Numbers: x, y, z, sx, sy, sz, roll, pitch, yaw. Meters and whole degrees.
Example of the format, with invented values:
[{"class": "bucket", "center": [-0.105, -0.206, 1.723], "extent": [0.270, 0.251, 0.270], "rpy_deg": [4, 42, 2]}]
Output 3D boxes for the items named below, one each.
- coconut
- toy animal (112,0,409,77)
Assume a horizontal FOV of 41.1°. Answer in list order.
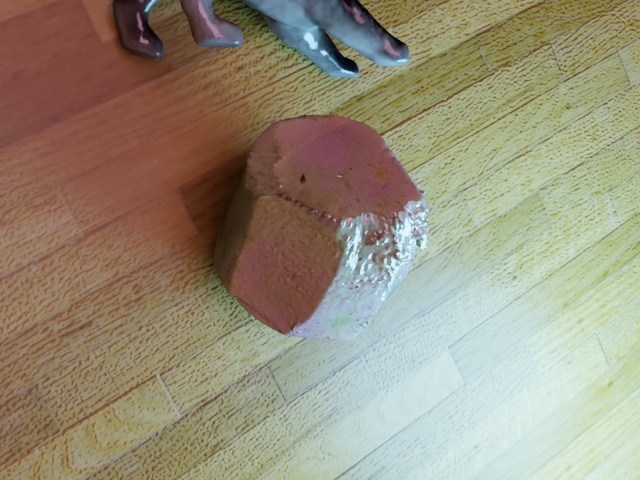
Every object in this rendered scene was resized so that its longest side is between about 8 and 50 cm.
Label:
[{"class": "coconut", "center": [0.000, 0.000, 0.997], "extent": [0.233, 0.245, 0.233], "rpy_deg": [10, 47, -10]}, {"class": "toy animal", "center": [-0.047, -0.357, 0.991], "extent": [0.344, 0.194, 0.302], "rpy_deg": [-1, 96, -32]}]
